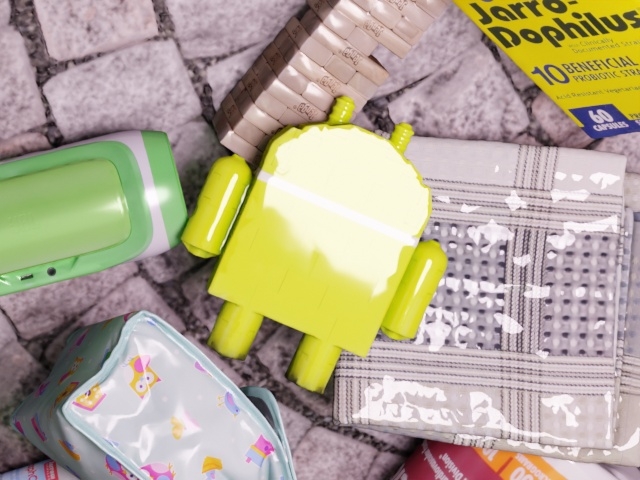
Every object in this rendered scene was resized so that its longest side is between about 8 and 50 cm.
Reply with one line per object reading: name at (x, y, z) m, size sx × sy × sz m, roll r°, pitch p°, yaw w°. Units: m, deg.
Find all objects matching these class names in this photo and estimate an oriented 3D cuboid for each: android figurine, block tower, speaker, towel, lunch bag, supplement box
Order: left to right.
speaker at (-0.280, -0.019, 1.528) m, size 0.297 × 0.131 × 0.131 m, roll -14°, pitch 115°, yaw -6°
lunch bag at (-0.146, 0.199, 1.564) m, size 0.262 × 0.223 × 0.160 m, roll 39°, pitch 69°, yaw -13°
android figurine at (0.000, 0.000, 1.508) m, size 0.248 × 0.056 × 0.272 m, roll 22°, pitch 94°, yaw -8°
block tower at (0.026, -0.198, 1.535) m, size 0.097 × 0.091 × 0.335 m, roll 34°, pitch 102°, yaw -22°
towel at (0.184, 0.053, 1.579) m, size 0.324 × 0.056 × 0.312 m, roll 7°, pitch 77°, yaw -2°
supplement box at (0.249, -0.273, 1.429) m, size 0.356 × 0.194 × 0.195 m, roll 39°, pitch 65°, yaw -31°

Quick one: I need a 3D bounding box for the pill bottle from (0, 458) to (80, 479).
pill bottle at (-0.293, 0.278, 1.672) m, size 0.160 × 0.087 × 0.087 m, roll -17°, pitch 115°, yaw -5°

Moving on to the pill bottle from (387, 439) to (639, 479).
pill bottle at (0.147, 0.343, 1.716) m, size 0.224 × 0.224 × 0.392 m, roll 35°, pitch 101°, yaw -22°
